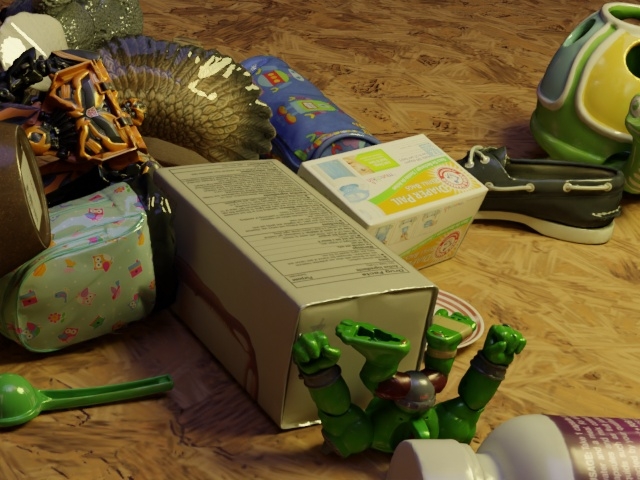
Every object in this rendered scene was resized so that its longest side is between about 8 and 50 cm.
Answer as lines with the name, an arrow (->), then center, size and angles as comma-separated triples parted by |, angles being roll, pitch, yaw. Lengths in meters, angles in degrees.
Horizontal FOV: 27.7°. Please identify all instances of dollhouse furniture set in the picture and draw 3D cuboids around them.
dollhouse furniture set -> -0.157, -0.176, 1.666 | 0.123, 0.144, 0.151 | 17, 12, 8

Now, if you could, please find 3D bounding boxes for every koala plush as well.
koala plush -> -0.357, -0.299, 1.787 | 0.203, 0.196, 0.221 | 19, 21, -3

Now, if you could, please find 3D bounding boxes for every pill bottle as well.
pill bottle -> 0.202, 0.208, 0.911 | 0.302, 0.169, 0.169 | 5, 25, -10

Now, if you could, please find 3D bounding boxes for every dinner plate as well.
dinner plate -> 0.096, 0.081, 1.324 | 0.141, 0.017, 0.141 | 8, 25, -4

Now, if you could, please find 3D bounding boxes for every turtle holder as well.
turtle holder -> 0.400, -0.186, 1.746 | 0.243, 0.227, 0.320 | 22, 27, 24

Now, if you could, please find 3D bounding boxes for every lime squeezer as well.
lime squeezer -> -0.271, 0.103, 1.068 | 0.310, 0.109, 0.059 | 29, -7, -34

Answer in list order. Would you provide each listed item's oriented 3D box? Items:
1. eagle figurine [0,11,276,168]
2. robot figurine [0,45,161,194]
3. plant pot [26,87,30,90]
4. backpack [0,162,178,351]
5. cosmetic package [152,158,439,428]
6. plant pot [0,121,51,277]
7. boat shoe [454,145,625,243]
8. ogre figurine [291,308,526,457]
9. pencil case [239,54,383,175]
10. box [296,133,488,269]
eagle figurine -> -0.221, -0.121, 1.454 | 0.298, 0.226, 0.225 | 11, 4, 16
robot figurine -> -0.301, -0.078, 1.279 | 0.291, 0.085, 0.211 | -27, 82, -17
plant pot -> -0.354, -0.166, 1.618 | 0.081, 0.083, 0.081 | 12, 24, 7
backpack -> -0.225, 0.024, 1.197 | 0.182, 0.151, 0.115 | -18, 30, -26
cosmetic package -> -0.040, 0.039, 1.236 | 0.153, 0.129, 0.296 | -5, 28, -31
plant pot -> -0.351, -0.019, 1.081 | 0.231, 0.215, 0.215 | -12, 27, -3
boat shoe -> 0.222, -0.074, 1.607 | 0.303, 0.091, 0.114 | 9, 25, -1
ogre figurine -> 0.070, 0.127, 1.099 | 0.197, 0.118, 0.097 | -9, 26, -37
pencil case -> -0.032, -0.132, 1.610 | 0.133, 0.119, 0.306 | 0, 26, -29
box -> 0.068, -0.031, 1.422 | 0.203, 0.103, 0.114 | -18, 51, -44
